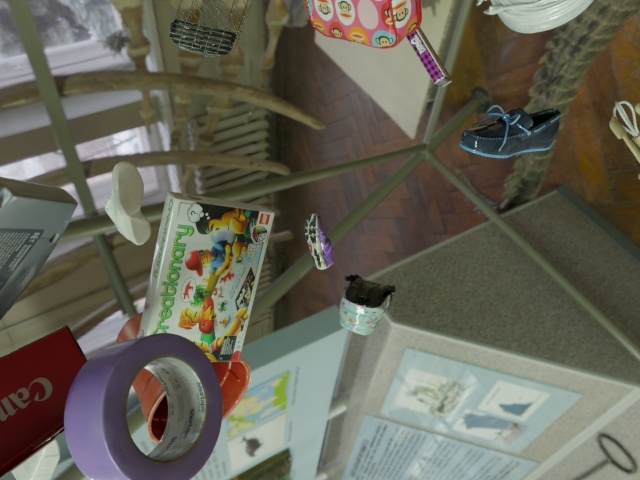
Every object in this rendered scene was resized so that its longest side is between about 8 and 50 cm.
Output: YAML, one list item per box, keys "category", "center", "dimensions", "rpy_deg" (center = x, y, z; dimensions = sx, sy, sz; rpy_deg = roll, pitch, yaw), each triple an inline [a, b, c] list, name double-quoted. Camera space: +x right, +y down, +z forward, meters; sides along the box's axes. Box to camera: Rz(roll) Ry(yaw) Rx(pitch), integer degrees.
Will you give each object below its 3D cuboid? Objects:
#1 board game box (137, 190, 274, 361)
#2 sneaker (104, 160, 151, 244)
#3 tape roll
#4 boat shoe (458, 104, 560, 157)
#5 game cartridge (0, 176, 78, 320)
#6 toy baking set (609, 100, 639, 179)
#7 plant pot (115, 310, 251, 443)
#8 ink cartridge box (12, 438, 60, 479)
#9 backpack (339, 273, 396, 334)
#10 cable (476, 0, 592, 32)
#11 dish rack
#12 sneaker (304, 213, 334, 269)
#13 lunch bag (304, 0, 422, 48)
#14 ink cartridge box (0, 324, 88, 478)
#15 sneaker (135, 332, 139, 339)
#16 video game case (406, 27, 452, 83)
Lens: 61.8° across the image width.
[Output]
- category: "board game box"
  center: [-0.210, 0.075, 0.974]
  dimensions: [0.053, 0.192, 0.306]
  rpy_deg: [30, 109, 53]
- category: "sneaker"
  center: [-0.449, -0.086, 1.202]
  dimensions: [0.094, 0.080, 0.212]
  rpy_deg: [21, 131, 20]
- category: "tape roll"
  center: [-0.221, 0.219, 0.690]
  dimensions: [0.080, 0.189, 0.189]
  rpy_deg: [-18, 96, 32]
- category: "boat shoe"
  center: [0.378, -0.228, 1.069]
  dimensions: [0.109, 0.258, 0.089]
  rpy_deg: [42, 134, 37]
- category: "game cartridge"
  center: [-0.431, 0.050, 0.649]
  dimensions: [0.060, 0.294, 0.196]
  rpy_deg: [38, -178, 7]
- category: "toy baking set"
  center: [0.720, -0.230, 1.194]
  dimensions: [0.030, 0.256, 0.197]
  rpy_deg: [-18, 95, 59]
- category: "plant pot"
  center: [-0.359, 0.308, 1.330]
  dimensions: [0.265, 0.272, 0.273]
  rpy_deg: [41, 147, 35]
- category: "ink cartridge box"
  center: [-0.637, 0.412, 1.202]
  dimensions: [0.181, 0.225, 0.056]
  rpy_deg: [28, -177, 34]
- category: "backpack"
  center: [0.121, 0.178, 1.480]
  dimensions: [0.182, 0.151, 0.115]
  rpy_deg: [-44, -37, -68]
- category: "cable"
  center: [0.534, -0.616, 1.265]
  dimensions: [0.257, 0.257, 0.089]
  rpy_deg: [26, 176, 35]
- category: "dish rack"
  center: [-0.283, -0.622, 1.443]
  dimensions: [0.074, 0.208, 0.272]
  rpy_deg: [48, -121, -79]
- category: "sneaker"
  center: [0.000, 0.000, 1.608]
  dimensions: [0.068, 0.071, 0.170]
  rpy_deg: [6, 110, 55]
- category: "lunch bag"
  center: [0.074, -0.568, 1.155]
  dimensions: [0.293, 0.120, 0.258]
  rpy_deg: [32, 153, 38]
- category: "ink cartridge box"
  center: [-0.444, 0.238, 0.687]
  dimensions: [0.130, 0.271, 0.309]
  rpy_deg: [60, -162, -3]
- category: "sneaker"
  center: [-0.408, 0.240, 1.077]
  dimensions: [0.152, 0.084, 0.058]
  rpy_deg: [-65, 11, 7]
- category: "video game case"
  center: [0.311, -0.571, 1.600]
  dimensions: [0.041, 0.210, 0.232]
  rpy_deg: [-31, 91, 24]
